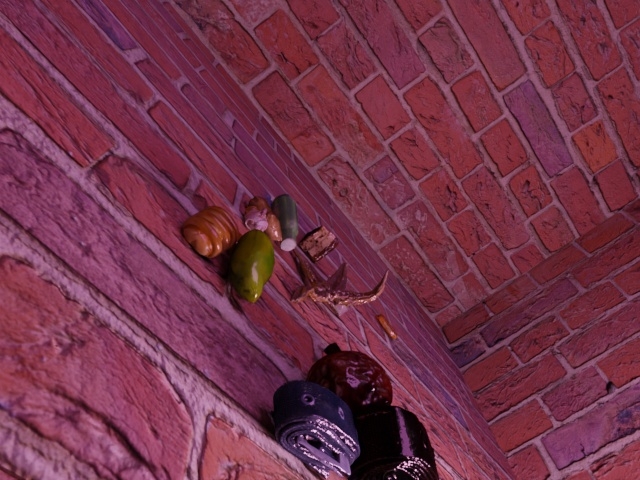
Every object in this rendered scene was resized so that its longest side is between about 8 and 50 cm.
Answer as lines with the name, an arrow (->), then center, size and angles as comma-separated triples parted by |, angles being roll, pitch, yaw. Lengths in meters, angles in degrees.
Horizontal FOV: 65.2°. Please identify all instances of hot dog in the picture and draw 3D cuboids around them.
hot dog -> 0.313, 0.408, 2.376 | 0.144, 0.038, 0.062 | 52, 14, 2

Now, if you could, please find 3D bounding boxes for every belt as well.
belt -> 0.163, 0.496, 1.113 | 0.289, 0.184, 0.164 | 55, 18, -41
belt -> -0.004, 0.377, 0.980 | 0.218, 0.122, 0.128 | 48, 16, -32

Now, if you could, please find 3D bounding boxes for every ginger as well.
ginger -> -0.187, -0.077, 1.699 | 0.190, 0.069, 0.095 | 56, -1, 17

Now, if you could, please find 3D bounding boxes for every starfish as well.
starfish -> 0.037, 0.131, 1.744 | 0.398, 0.132, 0.384 | 5, 30, -22

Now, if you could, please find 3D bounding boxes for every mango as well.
mango -> -0.170, 0.067, 1.241 | 0.233, 0.111, 0.125 | -95, 162, -50

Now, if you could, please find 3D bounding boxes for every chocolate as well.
chocolate -> -0.128, -0.058, 1.835 | 0.110, 0.110, 0.291 | 48, 16, -28

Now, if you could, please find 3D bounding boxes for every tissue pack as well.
tissue pack -> 0.068, 0.216, 1.898 | 0.108, 0.060, 0.148 | 53, 10, 4

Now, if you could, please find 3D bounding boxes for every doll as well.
doll -> -0.199, -0.069, 1.600 | 0.073, 0.084, 0.127 | 42, 8, -38

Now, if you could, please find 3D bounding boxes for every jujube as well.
jujube -> 0.076, 0.357, 1.205 | 0.243, 0.183, 0.183 | 35, 22, -52

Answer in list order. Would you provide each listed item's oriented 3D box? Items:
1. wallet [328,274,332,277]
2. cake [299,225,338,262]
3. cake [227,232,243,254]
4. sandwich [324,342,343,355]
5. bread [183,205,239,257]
wallet -> 0.057, 0.180, 2.079 | 0.044, 0.011, 0.083 | 36, 22, -56
cake -> 0.005, -0.005, 2.106 | 0.112, 0.135, 0.246 | 52, 11, -4
cake -> -0.230, 0.008, 1.356 | 0.084, 0.044, 0.084 | 49, 13, -15
sandwich -> 0.077, 0.397, 1.392 | 0.235, 0.079, 0.159 | 57, 1, -5
bread -> -0.263, -0.022, 1.222 | 0.119, 0.084, 0.177 | 52, 16, -7
